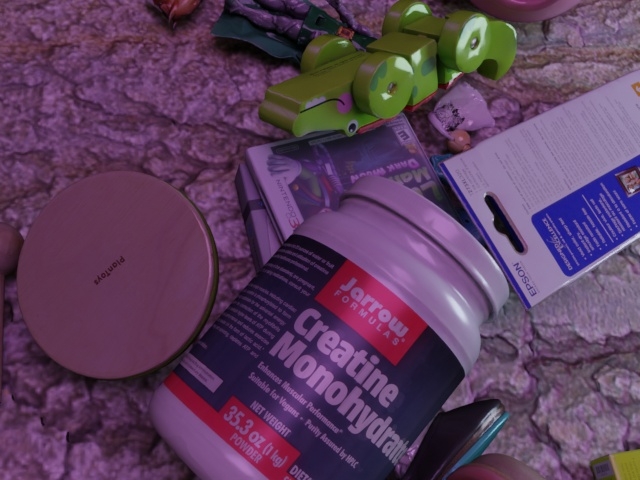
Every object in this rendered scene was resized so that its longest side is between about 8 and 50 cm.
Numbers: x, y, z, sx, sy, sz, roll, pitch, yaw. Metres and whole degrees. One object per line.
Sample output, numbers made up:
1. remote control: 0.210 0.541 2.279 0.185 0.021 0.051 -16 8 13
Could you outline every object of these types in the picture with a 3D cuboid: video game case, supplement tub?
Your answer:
1. video game case: 0.039 -0.043 0.843 0.190 0.022 0.173 -16 68 -21
2. supplement tub: 0.010 0.099 0.679 0.191 0.191 0.272 39 78 6

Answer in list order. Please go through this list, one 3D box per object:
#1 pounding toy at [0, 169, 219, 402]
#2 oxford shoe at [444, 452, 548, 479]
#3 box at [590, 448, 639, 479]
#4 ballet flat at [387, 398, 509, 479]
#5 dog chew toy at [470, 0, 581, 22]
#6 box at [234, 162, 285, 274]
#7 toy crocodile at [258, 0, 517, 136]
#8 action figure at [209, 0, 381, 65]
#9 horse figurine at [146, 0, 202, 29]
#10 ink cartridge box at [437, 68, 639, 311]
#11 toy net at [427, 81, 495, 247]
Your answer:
1. pounding toy: -0.194 0.043 0.752 0.237 0.110 0.183 -15 78 9
2. oxford shoe: 0.262 0.310 0.708 0.397 0.140 0.146 48 52 -9
3. box: 0.375 0.261 0.823 0.178 0.042 0.109 -4 66 -17
4. ballet flat: 0.065 0.229 0.725 0.096 0.095 0.280 33 59 16
5. dog chew toy: 0.274 -0.434 1.062 0.207 0.206 0.331 19 47 -6
6. box: 0.000 0.000 0.850 0.145 0.038 0.186 -7 67 -18
7. toy crocodile: 0.083 -0.183 0.883 0.340 0.105 0.115 -31 40 -32
8. action figure: 0.000 -0.248 0.965 0.232 0.063 0.137 23 57 -8
9. horse figurine: -0.136 -0.381 0.984 0.174 0.066 0.263 42 62 19
10. ink cartridge box: 0.289 -0.063 0.918 0.371 0.069 0.175 -25 82 -34
11. toy net: 0.138 -0.087 0.932 0.122 0.045 0.232 13 59 -6
